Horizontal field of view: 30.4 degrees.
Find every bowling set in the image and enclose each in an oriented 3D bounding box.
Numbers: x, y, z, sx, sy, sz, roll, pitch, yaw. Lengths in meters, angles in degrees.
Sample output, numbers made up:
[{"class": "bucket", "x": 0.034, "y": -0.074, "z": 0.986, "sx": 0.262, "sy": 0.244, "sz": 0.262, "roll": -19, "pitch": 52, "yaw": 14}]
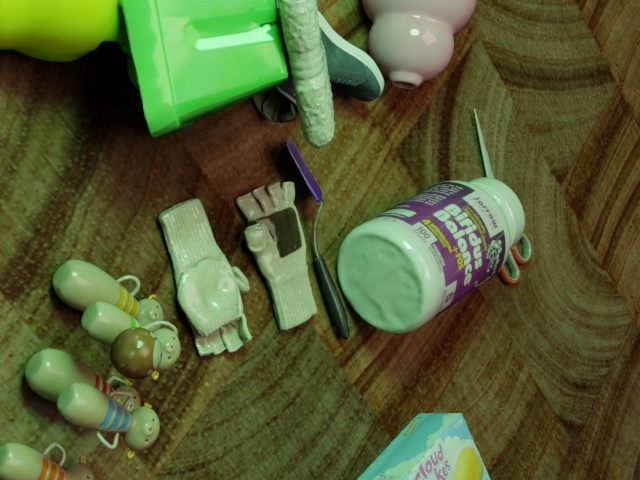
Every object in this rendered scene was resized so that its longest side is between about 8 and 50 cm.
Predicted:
[{"class": "bowling set", "x": -0.217, "y": 0.163, "z": 1.293, "sx": 0.154, "sy": 0.200, "sz": 0.286, "roll": 33, "pitch": 65, "yaw": -40}]

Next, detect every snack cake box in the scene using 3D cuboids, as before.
[{"class": "snack cake box", "x": 0.134, "y": 0.382, "z": 1.695, "sx": 0.264, "sy": 0.089, "sz": 0.152, "roll": -39, "pitch": 112, "yaw": -43}]

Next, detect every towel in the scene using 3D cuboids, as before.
[{"class": "towel", "x": -0.019, "y": -0.248, "z": 1.413, "sx": 0.282, "sy": 0.049, "sz": 0.187, "roll": -98, "pitch": 177, "yaw": -59}]

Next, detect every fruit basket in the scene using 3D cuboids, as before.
[{"class": "fruit basket", "x": -0.236, "y": -0.295, "z": 1.351, "sx": 0.283, "sy": 0.392, "sz": 0.391, "roll": -101, "pitch": 176, "yaw": -83}]

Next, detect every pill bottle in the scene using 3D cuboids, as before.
[{"class": "pill bottle", "x": 0.176, "y": 0.008, "z": 1.747, "sx": 0.302, "sy": 0.169, "sz": 0.169, "roll": -29, "pitch": 104, "yaw": -45}]

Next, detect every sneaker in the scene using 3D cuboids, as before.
[{"class": "sneaker", "x": -0.006, "y": -0.216, "z": 1.654, "sx": 0.226, "sy": 0.086, "sz": 0.163, "roll": 35, "pitch": 61, "yaw": -39}]

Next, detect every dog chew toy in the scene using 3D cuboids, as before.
[{"class": "dog chew toy", "x": 0.152, "y": -0.393, "z": 1.780, "sx": 0.207, "sy": 0.207, "sz": 0.331, "roll": 16, "pitch": 80, "yaw": -44}]

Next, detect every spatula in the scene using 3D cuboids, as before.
[{"class": "spatula", "x": 0.000, "y": 0.000, "z": 1.656, "sx": 0.084, "sy": 0.030, "sz": 0.296, "roll": -73, "pitch": 151, "yaw": -78}]

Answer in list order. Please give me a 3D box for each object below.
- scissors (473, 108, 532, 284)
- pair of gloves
[{"class": "scissors", "x": 0.291, "y": -0.070, "z": 1.987, "sx": 0.109, "sy": 0.021, "sz": 0.297, "roll": -37, "pitch": 111, "yaw": -41}, {"class": "pair of gloves", "x": -0.098, "y": 0.034, "z": 1.546, "sx": 0.240, "sy": 0.042, "sz": 0.204, "roll": -16, "pitch": 95, "yaw": -46}]
